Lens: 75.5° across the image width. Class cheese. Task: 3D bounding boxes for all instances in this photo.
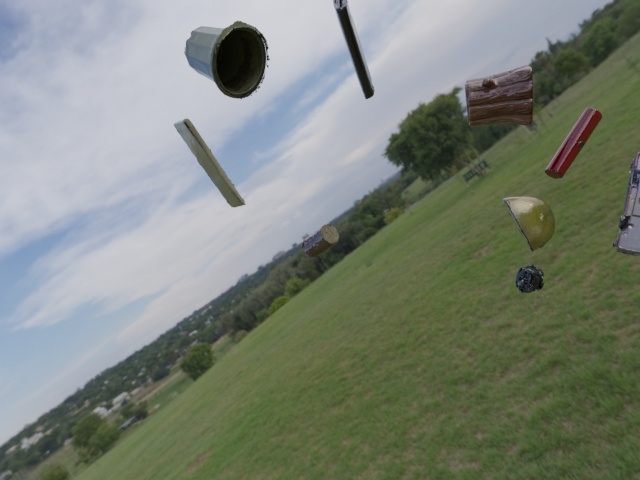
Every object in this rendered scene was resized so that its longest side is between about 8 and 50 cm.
[{"bbox_3d":[-0.427,-0.292,1.613,0.085,0.400,0.034,-5,37,41],"label":"cheese"}]

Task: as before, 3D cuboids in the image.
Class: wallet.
[{"bbox_3d":[0.147,-0.840,1.784,0.062,0.406,0.228,-17,46,14],"label":"wallet"}]

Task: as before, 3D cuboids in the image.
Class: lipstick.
[{"bbox_3d":[0.936,-0.358,1.527,0.279,0.073,0.073,-56,-2,-1],"label":"lipstick"}]

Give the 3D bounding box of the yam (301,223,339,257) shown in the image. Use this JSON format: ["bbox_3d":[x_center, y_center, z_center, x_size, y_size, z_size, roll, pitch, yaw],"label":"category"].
[{"bbox_3d":[0.001,0.003,1.394,0.084,0.084,0.127,-35,1,-40],"label":"yam"}]

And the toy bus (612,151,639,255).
[{"bbox_3d":[0.884,-0.098,1.140,0.112,0.090,0.274,17,-94,-61],"label":"toy bus"}]

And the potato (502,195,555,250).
[{"bbox_3d":[0.693,-0.074,1.347,0.117,0.202,0.182,-28,2,24],"label":"potato"}]

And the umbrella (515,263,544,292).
[{"bbox_3d":[0.670,0.118,1.302,0.224,0.071,0.080,-6,-71,-56],"label":"umbrella"}]

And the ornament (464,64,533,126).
[{"bbox_3d":[0.650,-0.522,1.518,0.218,0.235,0.221,-5,-17,20],"label":"ornament"}]

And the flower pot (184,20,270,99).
[{"bbox_3d":[-0.389,-0.740,1.667,0.290,0.259,0.290,-35,-40,-36],"label":"flower pot"}]
